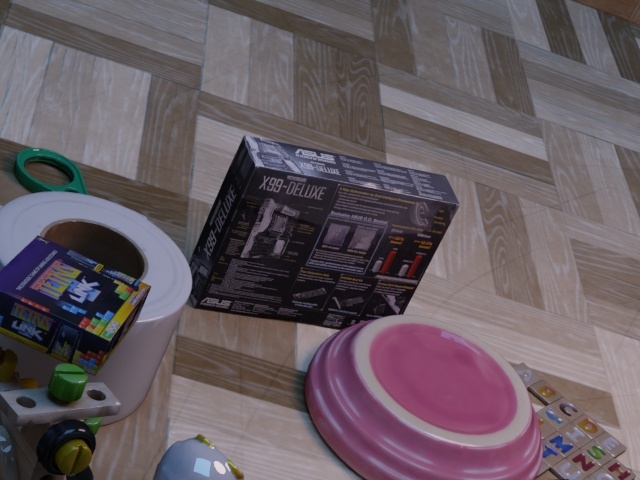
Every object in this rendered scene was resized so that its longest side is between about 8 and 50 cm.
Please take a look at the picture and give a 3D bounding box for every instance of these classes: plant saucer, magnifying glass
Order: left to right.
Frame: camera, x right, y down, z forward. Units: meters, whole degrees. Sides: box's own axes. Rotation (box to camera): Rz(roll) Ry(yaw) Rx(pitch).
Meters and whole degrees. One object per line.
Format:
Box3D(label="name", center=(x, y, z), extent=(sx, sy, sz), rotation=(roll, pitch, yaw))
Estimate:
Box3D(label="magnifying glass", center=(-0.341, -0.055, 2.182), extent=(0.092, 0.026, 0.231), rotation=(-14, 46, -47))
Box3D(label="plant saucer", center=(0.146, 0.208, 2.058), extent=(0.332, 0.084, 0.332), rotation=(16, 33, -11))

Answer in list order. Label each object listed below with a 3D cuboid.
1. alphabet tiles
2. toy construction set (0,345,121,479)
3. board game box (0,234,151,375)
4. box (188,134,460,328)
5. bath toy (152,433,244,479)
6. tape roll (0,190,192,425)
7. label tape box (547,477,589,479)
Box3D(label="alphabet tiles", center=(0.316, 0.269, 2.170), extent=(0.237, 0.009, 0.198), rotation=(40, 33, 23))
Box3D(label="toy construction set", center=(-0.349, 0.185, 1.599), extent=(0.308, 0.237, 0.257), rotation=(13, 33, -19))
Box3D(label="board game box", center=(-0.269, 0.065, 1.663), extent=(0.141, 0.048, 0.170), rotation=(25, 19, 0))
Box3D(label="box", center=(0.000, 0.000, 2.127), extent=(0.307, 0.242, 0.076), rotation=(9, 34, -23))
Box3D(label="bath toy", center=(-0.059, 0.352, 1.674), extent=(0.348, 0.151, 0.129), rotation=(39, 76, 20))
Box3D(label="tape roll", center=(-0.293, 0.079, 1.869), extent=(0.246, 0.169, 0.246), rotation=(18, 32, -12))
Box3D(label="label tape box", center=(0.252, 0.405, 1.821), extent=(0.347, 0.115, 0.249), rotation=(3, 37, -36))
